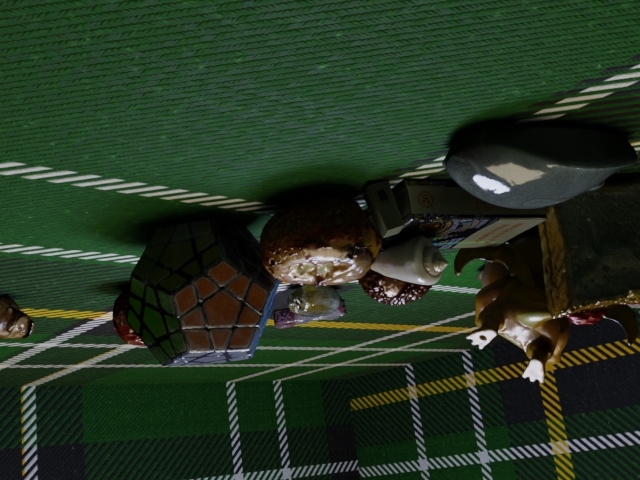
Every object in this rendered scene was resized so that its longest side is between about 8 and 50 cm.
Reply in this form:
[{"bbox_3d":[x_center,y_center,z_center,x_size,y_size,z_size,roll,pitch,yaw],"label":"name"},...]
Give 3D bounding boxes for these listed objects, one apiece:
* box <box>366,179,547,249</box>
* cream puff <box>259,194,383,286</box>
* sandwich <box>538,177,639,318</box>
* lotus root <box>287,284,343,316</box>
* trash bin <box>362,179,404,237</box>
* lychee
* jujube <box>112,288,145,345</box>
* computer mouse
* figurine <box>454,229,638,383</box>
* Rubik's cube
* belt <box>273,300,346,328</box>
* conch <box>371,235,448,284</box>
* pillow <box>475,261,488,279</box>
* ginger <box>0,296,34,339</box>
[{"bbox_3d":[0.268,-0.048,1.629,0.310,0.084,0.198,-1,163,-22],"label":"box"},{"bbox_3d":[0.000,0.000,1.546,0.240,0.163,0.240,4,154,2],"label":"cream puff"},{"bbox_3d":[0.591,0.008,1.628,0.301,0.271,0.099,-4,173,-13],"label":"sandwich"},{"bbox_3d":[-0.007,0.167,2.247,0.113,0.088,0.192,-27,156,35],"label":"lotus root"},{"bbox_3d":[0.119,-0.057,1.506,0.043,0.092,0.061,-20,167,-12],"label":"trash bin"},{"bbox_3d":[0.166,0.054,1.790,0.188,0.188,0.188,-7,164,-2],"label":"lychee"},{"bbox_3d":[-0.396,0.176,2.012,0.230,0.155,0.155,-15,164,-2],"label":"jujube"},{"bbox_3d":[0.383,-0.116,1.392,0.374,0.114,0.203,0,162,-26],"label":"computer mouse"},{"bbox_3d":[0.515,0.125,1.840,0.401,0.387,0.268,18,129,19],"label":"figurine"},{"bbox_3d":[-0.232,0.108,1.621,0.264,0.319,0.319,20,163,2],"label":"Rubik's cube"},{"bbox_3d":[-0.033,0.229,2.509,0.232,0.053,0.071,-11,156,11],"label":"belt"},{"bbox_3d":[0.174,0.045,1.592,0.176,0.104,0.094,-18,122,44],"label":"conch"},{"bbox_3d":[0.502,0.073,2.236,0.130,0.033,0.217,-7,164,-4],"label":"pillow"},{"bbox_3d":[-0.777,0.160,1.855,0.133,0.107,0.309,4,162,11],"label":"ginger"}]
